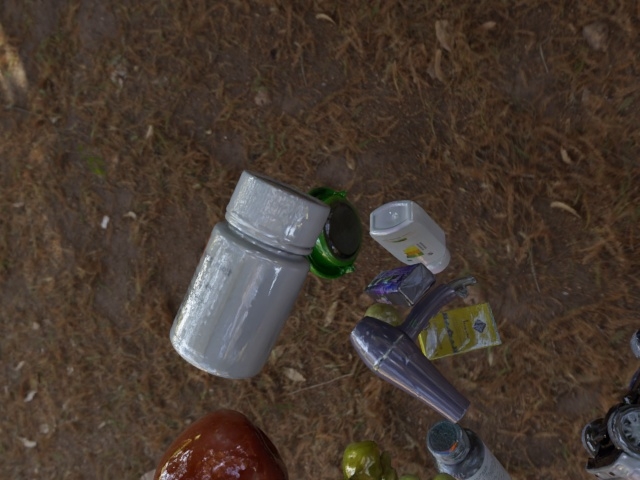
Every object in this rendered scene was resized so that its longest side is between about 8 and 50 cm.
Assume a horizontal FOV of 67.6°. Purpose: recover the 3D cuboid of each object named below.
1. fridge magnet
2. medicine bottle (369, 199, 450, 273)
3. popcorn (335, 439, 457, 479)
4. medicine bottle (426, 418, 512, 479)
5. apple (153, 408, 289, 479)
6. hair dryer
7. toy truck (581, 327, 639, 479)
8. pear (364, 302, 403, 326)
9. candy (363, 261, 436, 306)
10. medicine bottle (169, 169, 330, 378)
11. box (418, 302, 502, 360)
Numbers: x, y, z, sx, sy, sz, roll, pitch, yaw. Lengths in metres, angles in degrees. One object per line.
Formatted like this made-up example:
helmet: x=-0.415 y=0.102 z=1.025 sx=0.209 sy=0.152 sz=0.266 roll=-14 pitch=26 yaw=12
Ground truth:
fridge magnet: x=0.022 y=-0.018 z=1.062 sx=0.088 sy=0.208 sz=0.208 roll=-9 pitch=83 yaw=41
medicine bottle: x=0.277 y=-0.003 z=1.421 sx=0.161 sy=0.296 sz=0.111 roll=-15 pitch=57 yaw=32
popcorn: x=0.058 y=0.282 z=0.412 sx=0.167 sy=0.185 sz=0.188 roll=16 pitch=95 yaw=-18
medicine bottle: x=0.390 y=0.593 z=1.259 sx=0.141 sy=0.141 sz=0.293 roll=-28 pitch=117 yaw=19
apple: x=-0.138 y=0.335 z=0.672 sx=0.168 sy=0.181 sz=0.181 roll=-35 pitch=71 yaw=-20
hair dryer: x=0.280 y=0.213 z=1.141 sx=0.301 sy=0.121 sz=0.361 roll=37 pitch=67 yaw=18
toy truck: x=0.392 y=0.150 z=0.472 sx=0.155 sy=0.124 sz=0.268 roll=31 pitch=74 yaw=26
pear: x=0.248 y=0.327 z=1.894 sx=0.167 sy=0.167 sz=0.136 roll=35 pitch=74 yaw=21
candy: x=0.183 y=0.110 z=1.161 sx=0.088 sy=0.312 sz=0.061 roll=-43 pitch=91 yaw=-10
medicine bottle: x=-0.092 y=0.043 z=0.637 sx=0.144 sy=0.144 sz=0.252 roll=31 pitch=102 yaw=22
box: x=0.488 y=0.324 z=1.703 sx=0.278 sy=0.041 sz=0.153 roll=-12 pitch=73 yaw=-4
